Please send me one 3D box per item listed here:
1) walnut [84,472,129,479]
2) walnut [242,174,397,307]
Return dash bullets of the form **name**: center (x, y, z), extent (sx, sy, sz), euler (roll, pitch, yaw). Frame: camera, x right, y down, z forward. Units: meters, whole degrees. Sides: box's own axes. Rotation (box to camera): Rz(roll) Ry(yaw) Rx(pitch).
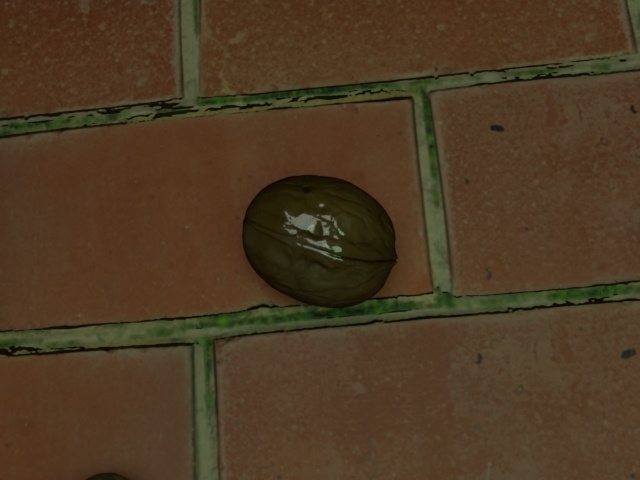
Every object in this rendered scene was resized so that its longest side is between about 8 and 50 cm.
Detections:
- **walnut**: center (-0.262, 0.376, 1.006), extent (0.155, 0.155, 0.184), euler (-32, 76, -5)
- **walnut**: center (0.000, 0.000, 1.088), extent (0.207, 0.167, 0.168), euler (17, 76, 7)
